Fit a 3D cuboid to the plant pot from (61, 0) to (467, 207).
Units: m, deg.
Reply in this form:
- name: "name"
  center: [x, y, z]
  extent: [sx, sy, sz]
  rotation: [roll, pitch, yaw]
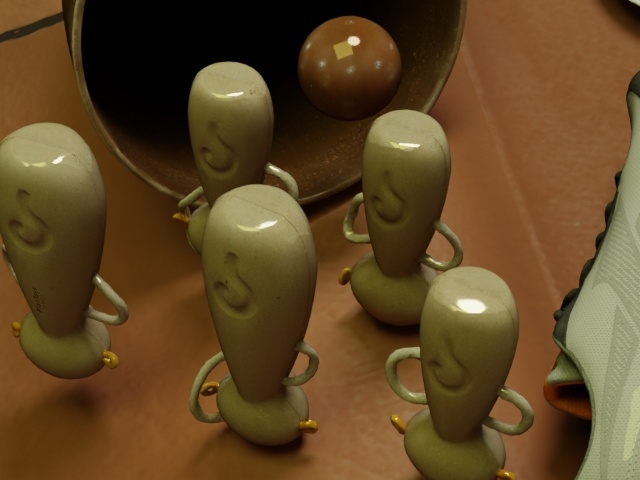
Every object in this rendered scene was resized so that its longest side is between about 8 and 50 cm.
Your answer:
- name: "plant pot"
  center: [-0.060, -0.162, 0.964]
  extent: [0.215, 0.215, 0.230]
  rotation: [-29, 34, -5]

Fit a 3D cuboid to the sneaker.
- name: "sneaker"
  center: [0.154, 0.021, 0.782]
  extent: [0.108, 0.100, 0.271]
  rotation: [-10, 48, 19]

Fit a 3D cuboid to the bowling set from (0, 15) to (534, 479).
- name: "bowling set"
  center: [0.000, 0.000, 0.842]
  extent: [0.287, 0.154, 0.200]
  rotation: [21, 47, 20]

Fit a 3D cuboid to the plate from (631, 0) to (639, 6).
- name: "plate"
  center: [0.250, -0.183, 0.968]
  extent: [0.188, 0.024, 0.188]
  rotation: [-11, 48, 13]
